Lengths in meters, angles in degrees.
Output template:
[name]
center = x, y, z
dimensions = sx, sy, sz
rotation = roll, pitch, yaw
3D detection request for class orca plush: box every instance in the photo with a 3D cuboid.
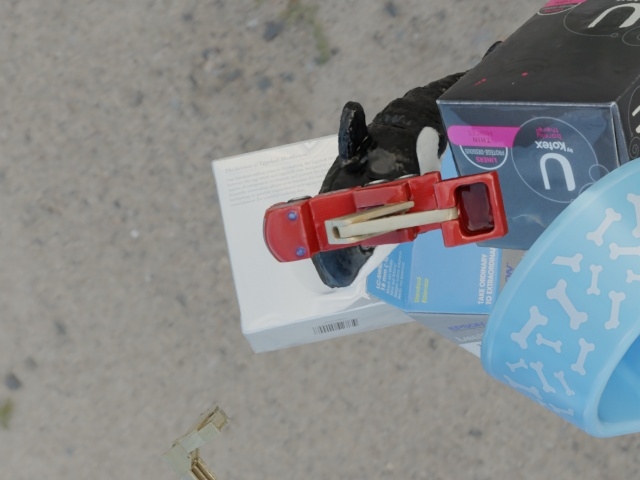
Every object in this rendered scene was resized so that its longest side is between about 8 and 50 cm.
[orca plush]
center = 0.068, -0.092, 1.369
dimensions = 0.151, 0.287, 0.102
rotation = 22, 153, 55

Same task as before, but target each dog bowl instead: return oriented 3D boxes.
[dog bowl]
center = 0.218, 0.040, 0.906
dimensions = 0.074, 0.297, 0.166
rotation = 44, 114, 30

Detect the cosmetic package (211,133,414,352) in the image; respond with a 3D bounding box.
[cosmetic package]
center = 0.000, 0.000, 1.853
dimensions = 0.224, 0.138, 0.225
rotation = -11, 75, 1

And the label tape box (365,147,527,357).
[label tape box]
center = 0.205, 0.004, 1.781
dimensions = 0.106, 0.241, 0.333
rotation = -11, 152, 38

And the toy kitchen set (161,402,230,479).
[toy kitchen set]
center = -0.121, 0.239, 1.728
dimensions = 0.083, 0.068, 0.075
rotation = -36, 97, 27

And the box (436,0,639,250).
[box]
center = 0.245, -0.115, 1.253
dimensions = 0.165, 0.270, 0.143
rotation = 4, 124, 38

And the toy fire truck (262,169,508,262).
[toy fire truck]
center = 0.042, -0.016, 1.102
dimensions = 0.192, 0.135, 0.047
rotation = -11, 96, 13
